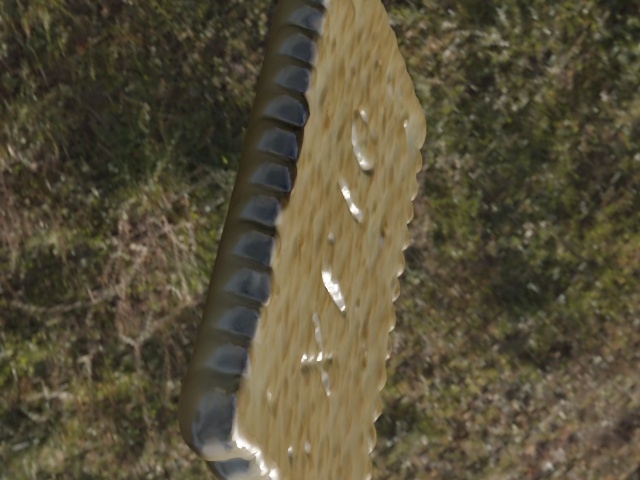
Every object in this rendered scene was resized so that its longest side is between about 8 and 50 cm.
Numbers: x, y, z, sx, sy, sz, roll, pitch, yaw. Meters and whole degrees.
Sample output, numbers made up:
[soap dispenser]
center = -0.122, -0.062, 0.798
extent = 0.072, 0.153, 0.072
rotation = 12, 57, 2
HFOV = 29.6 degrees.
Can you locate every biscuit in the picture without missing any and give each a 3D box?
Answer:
[biscuit]
center = 0.000, 0.000, 0.665
extent = 0.044, 0.325, 0.217
rotation = 0, 150, 19
